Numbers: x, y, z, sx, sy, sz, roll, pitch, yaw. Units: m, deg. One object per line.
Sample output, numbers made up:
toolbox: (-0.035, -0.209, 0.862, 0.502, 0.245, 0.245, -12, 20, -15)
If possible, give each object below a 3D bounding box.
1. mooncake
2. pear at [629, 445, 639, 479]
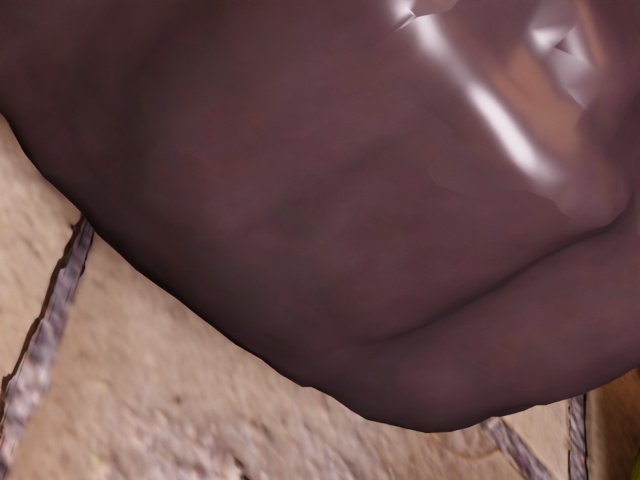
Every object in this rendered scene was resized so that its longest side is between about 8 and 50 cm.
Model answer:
mooncake: (0.031, -0.112, 0.596, 0.381, 0.212, 0.351, 27, 43, -41)
pear: (0.347, 0.145, 0.768, 0.391, 0.391, 0.391, 43, 32, -35)
